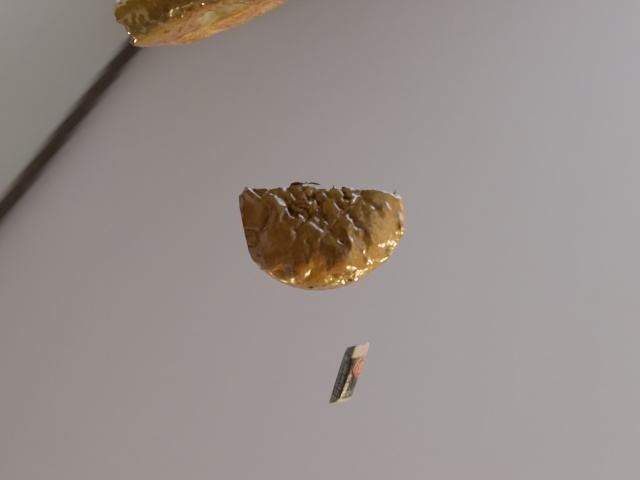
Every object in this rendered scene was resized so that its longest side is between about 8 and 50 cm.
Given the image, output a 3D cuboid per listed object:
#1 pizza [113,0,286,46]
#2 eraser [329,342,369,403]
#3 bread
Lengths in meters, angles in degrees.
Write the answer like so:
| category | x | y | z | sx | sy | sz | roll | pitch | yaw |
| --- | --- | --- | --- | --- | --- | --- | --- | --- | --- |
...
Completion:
| category | x | y | z | sx | sy | sz | roll | pitch | yaw |
| --- | --- | --- | --- | --- | --- | --- | --- | --- | --- |
| pizza | -0.067 | -0.218 | 1.213 | 0.182 | 0.161 | 0.063 | -25 | -98 | 18 |
| eraser | 0.036 | 0.165 | 1.787 | 0.019 | 0.027 | 0.099 | 41 | -52 | 37 |
| bread | 0.000 | 0.000 | 1.972 | 0.228 | 0.143 | 0.140 | 1 | -97 | -7 |
